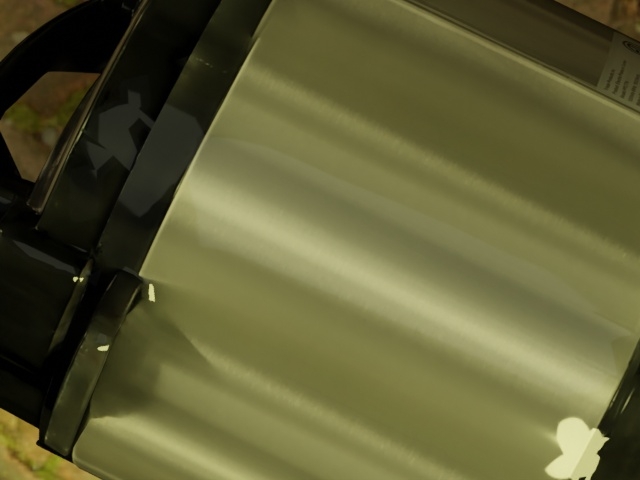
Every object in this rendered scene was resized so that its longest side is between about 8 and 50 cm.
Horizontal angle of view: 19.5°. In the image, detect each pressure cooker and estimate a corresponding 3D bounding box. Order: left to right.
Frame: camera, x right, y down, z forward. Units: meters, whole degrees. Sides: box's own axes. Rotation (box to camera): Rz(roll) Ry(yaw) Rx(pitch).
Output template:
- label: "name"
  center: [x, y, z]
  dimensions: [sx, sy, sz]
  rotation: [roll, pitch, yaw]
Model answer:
- label: "pressure cooker"
  center: [0.003, -0.005, 1.073]
  dimensions: [0.420, 0.370, 0.376]
  rotation: [26, 81, 1]
